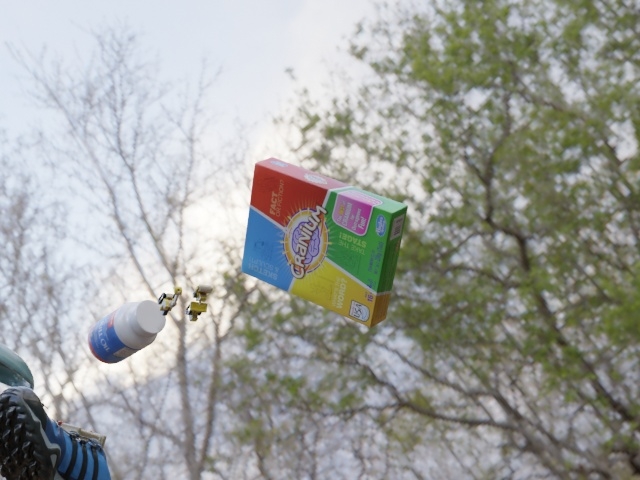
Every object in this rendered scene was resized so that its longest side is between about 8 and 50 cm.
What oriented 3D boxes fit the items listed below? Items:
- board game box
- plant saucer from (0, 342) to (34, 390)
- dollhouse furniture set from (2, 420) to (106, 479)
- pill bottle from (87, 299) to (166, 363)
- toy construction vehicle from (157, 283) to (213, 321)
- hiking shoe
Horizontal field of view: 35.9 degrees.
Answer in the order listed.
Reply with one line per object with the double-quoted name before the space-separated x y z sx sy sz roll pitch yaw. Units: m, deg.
"board game box" 0.000 0.000 1.917 0.064 0.316 0.242 -24 -51 -53
"plant saucer" -0.747 0.230 2.115 0.317 0.317 0.044 78 -144 -61
"dollhouse furniture set" -0.574 0.540 2.184 0.262 0.135 0.259 30 -112 -39
"pill bottle" -0.493 0.229 2.531 0.124 0.124 0.221 -6 -19 -46
"toy construction vehicle" -0.231 0.110 1.695 0.085 0.035 0.098 10 -36 -27
"hiking shoe" -0.397 0.327 1.485 0.132 0.113 0.304 -55 -43 -50
